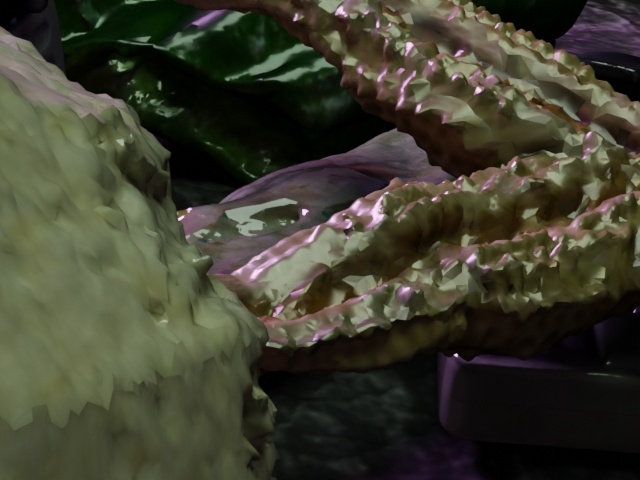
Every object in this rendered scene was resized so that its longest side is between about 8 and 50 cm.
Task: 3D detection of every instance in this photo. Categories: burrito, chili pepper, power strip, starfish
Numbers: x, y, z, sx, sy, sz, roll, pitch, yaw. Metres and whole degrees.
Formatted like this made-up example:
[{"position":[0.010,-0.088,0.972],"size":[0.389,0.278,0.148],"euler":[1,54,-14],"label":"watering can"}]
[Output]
[{"position":[-0.003,0.001,0.882],"size":[0.096,0.066,0.309],"euler":[17,24,30],"label":"burrito"},{"position":[-0.018,-0.150,1.085],"size":[0.385,0.167,0.213],"euler":[-13,29,-32],"label":"chili pepper"},{"position":[0.154,0.069,0.786],"size":[0.216,0.061,0.145],"euler":[4,32,0],"label":"power strip"},{"position":[0.076,-0.005,0.755],"size":[0.432,0.082,0.324],"euler":[19,37,13],"label":"starfish"}]

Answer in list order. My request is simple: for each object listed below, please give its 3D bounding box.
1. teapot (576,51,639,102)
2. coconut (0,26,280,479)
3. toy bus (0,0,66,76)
[{"position":[0.190,-0.050,1.009],"size":[0.177,0.087,0.096],"euler":[14,22,20],"label":"teapot"},{"position":[-0.212,0.067,0.369],"size":[0.415,0.344,0.415],"euler":[12,25,-6],"label":"coconut"},{"position":[-0.198,-0.050,0.893],"size":[0.136,0.126,0.209],"euler":[1,24,12],"label":"toy bus"}]
